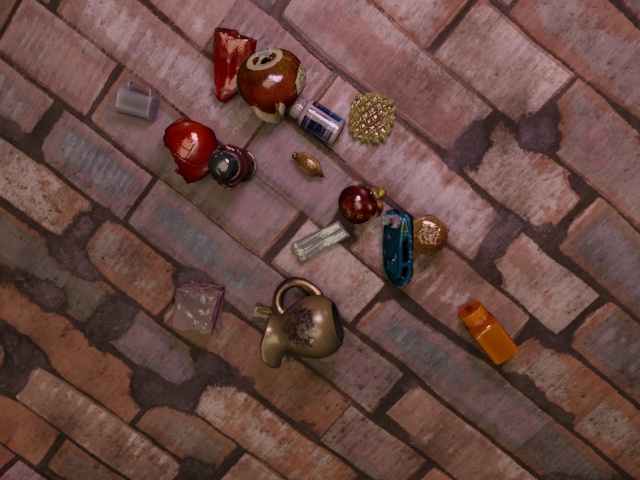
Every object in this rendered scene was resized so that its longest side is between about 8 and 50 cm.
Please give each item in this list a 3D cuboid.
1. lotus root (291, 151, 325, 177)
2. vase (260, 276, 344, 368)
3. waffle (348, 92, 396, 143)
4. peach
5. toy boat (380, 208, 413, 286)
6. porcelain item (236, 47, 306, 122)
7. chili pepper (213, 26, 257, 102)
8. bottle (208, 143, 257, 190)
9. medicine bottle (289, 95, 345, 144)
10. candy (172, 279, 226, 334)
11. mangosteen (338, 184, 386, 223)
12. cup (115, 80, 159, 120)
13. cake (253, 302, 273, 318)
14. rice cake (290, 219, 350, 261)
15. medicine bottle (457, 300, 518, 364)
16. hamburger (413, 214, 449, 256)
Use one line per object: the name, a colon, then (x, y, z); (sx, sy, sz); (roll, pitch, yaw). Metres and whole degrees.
lotus root: (-0.039, -0.284, 1.548); (0.152, 0.063, 0.072); (39, 139, -7)
vase: (-0.084, 0.304, 1.599); (0.303, 0.241, 0.329); (-15, 77, 12)
waffle: (0.190, -0.449, 1.513); (0.170, 0.036, 0.183); (9, 102, 1)
peach: (-0.484, -0.325, 1.510); (0.190, 0.196, 0.226); (28, 102, 32)
toy boat: (0.270, 0.039, 1.532); (0.092, 0.134, 0.298); (-17, 112, -34)
porcelain item: (-0.161, -0.533, 1.437); (0.253, 0.253, 0.252); (1, 101, 4)
chili pepper: (-0.315, -0.624, 1.489); (0.144, 0.136, 0.252); (-8, 119, -39)
bottle: (-0.322, -0.260, 1.466); (0.143, 0.271, 0.156); (-15, 100, 7)
medicine bottle: (-0.012, -0.437, 1.493); (0.192, 0.107, 0.107); (32, 102, -2)
candy: (-0.483, 0.268, 1.653); (0.185, 0.137, 0.195); (12, 100, 2)
mangosteen: (0.155, -0.138, 1.540); (0.146, 0.181, 0.155); (-39, 77, 52)
cup: (-0.679, -0.521, 1.532); (0.130, 0.095, 0.128); (16, 100, -2)
cake: (-0.210, 0.297, 1.696); (0.140, 0.055, 0.051); (15, 101, -17)
rice cake: (0.000, 0.000, 1.613); (0.226, 0.040, 0.085); (-28, 98, 9)
medicine bottle: (0.636, 0.346, 1.582); (0.112, 0.149, 0.222); (-38, 96, 9)
hamburger: (0.386, -0.015, 1.538); (0.185, 0.131, 0.159); (-30, 94, 13)
